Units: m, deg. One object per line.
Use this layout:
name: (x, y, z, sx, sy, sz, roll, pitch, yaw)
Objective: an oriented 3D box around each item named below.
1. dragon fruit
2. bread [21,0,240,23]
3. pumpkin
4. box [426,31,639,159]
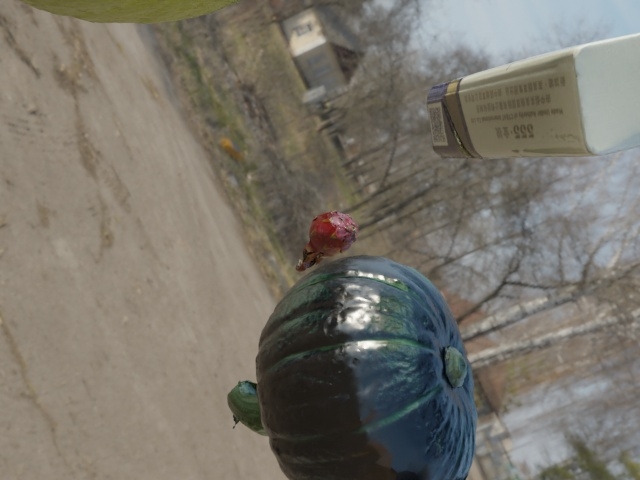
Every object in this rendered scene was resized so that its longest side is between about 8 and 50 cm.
dragon fruit: (0.000, 0.000, 1.638, 0.094, 0.190, 0.094, 23, 51, -31)
bread: (-0.163, -0.380, 0.674, 0.348, 0.348, 0.308, 55, 20, -65)
pumpkin: (0.019, 0.145, 0.747, 0.248, 0.247, 0.248, -25, 90, -85)
box: (0.197, -0.107, 0.589, 0.259, 0.168, 0.071, -158, -124, -78)
